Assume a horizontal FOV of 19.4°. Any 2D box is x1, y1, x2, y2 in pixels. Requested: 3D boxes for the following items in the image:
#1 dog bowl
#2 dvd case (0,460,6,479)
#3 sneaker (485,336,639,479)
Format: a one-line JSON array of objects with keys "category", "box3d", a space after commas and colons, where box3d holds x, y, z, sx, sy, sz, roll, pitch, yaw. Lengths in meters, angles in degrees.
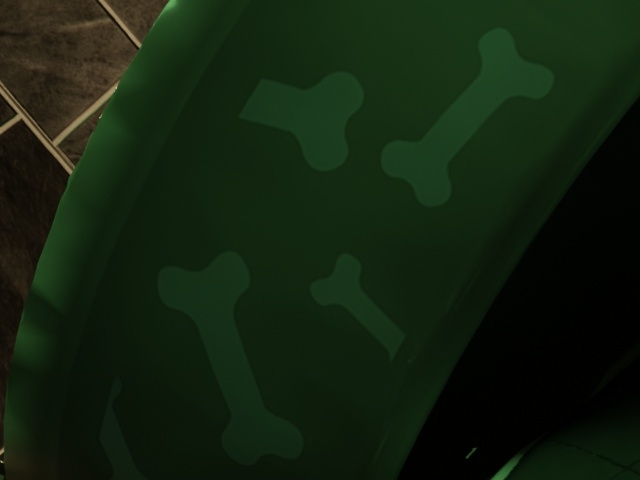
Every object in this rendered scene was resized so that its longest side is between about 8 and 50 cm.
[{"category": "dog bowl", "box3d": [0.064, -0.006, 0.583, 0.349, 0.102, 0.349, -42, -25, -25]}, {"category": "dvd case", "box3d": [-0.153, 0.150, 0.899, 0.179, 0.239, 0.029, -32, 36, 54]}, {"category": "sneaker", "box3d": [0.123, 0.047, 0.431, 0.147, 0.104, 0.296, -43, -1, 31]}]
